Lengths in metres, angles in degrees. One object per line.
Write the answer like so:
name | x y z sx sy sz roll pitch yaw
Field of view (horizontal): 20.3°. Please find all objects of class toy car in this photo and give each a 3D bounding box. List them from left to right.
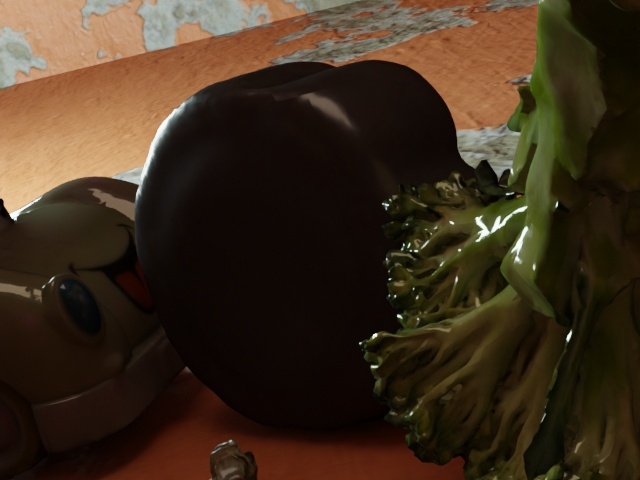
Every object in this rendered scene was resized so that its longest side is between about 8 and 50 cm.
toy car | -0.267 0.030 1.252 0.336 0.226 0.242 -9 15 22

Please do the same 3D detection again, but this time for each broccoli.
broccoli | 0.156 -0.008 0.843 0.221 0.252 0.361 -27 -20 -22

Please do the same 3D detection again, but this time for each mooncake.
mooncake | 0.000 0.000 1.124 0.133 0.245 0.245 -23 18 -40

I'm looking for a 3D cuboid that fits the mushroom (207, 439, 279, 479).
mushroom | -0.041 0.143 0.923 0.085 0.079 0.085 -9 16 3
